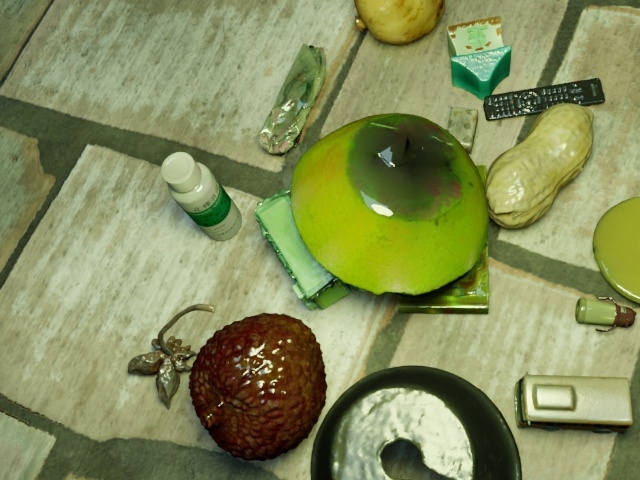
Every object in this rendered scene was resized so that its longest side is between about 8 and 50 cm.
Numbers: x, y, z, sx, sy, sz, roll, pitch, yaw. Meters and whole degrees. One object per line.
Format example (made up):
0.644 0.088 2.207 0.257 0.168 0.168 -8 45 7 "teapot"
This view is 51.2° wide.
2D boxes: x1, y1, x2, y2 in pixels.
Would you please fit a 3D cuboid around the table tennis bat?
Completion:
0.655 0.071 1.216 0.224 0.054 0.368 -25 60 1 "table tennis bat"

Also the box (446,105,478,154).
0.300 -0.234 1.426 0.062 0.045 0.098 8 68 15 "box"

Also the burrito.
-0.052 -0.328 1.534 0.096 0.066 0.309 12 68 20 "burrito"

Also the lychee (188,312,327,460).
-0.108 0.258 1.206 0.261 0.260 0.260 -5 67 11 "lychee"

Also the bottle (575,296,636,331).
0.521 0.136 1.221 0.101 0.047 0.063 8 97 11 "bottle"

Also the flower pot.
0.135 0.362 1.101 0.380 0.251 0.379 -5 67 13 "flower pot"

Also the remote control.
0.473 -0.298 1.424 0.246 0.025 0.063 -7 67 9 "remote control"

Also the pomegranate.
0.167 -0.548 1.506 0.216 0.215 0.215 -5 67 11 "pomegranate"

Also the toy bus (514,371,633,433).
0.429 0.279 1.145 0.182 0.103 0.091 -1 67 13 "toy bus"

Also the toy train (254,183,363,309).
0.000 0.000 1.338 0.188 0.159 0.271 -34 69 1 "toy train"

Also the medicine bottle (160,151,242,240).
-0.242 -0.088 1.368 0.095 0.260 0.095 -6 66 13 "medicine bottle"

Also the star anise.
-0.290 0.210 1.285 0.219 0.227 0.148 -12 58 -4 "star anise"

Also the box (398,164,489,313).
0.248 -0.006 1.342 0.173 0.043 0.311 -1 67 12 "box"

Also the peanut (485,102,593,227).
0.432 -0.154 1.316 0.149 0.149 0.313 38 77 24 "peanut"

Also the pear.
0.140 -0.102 1.208 0.399 0.165 0.398 5 55 -8 "pear"

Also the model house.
0.345 -0.391 1.453 0.127 0.100 0.148 -10 68 9 "model house"
